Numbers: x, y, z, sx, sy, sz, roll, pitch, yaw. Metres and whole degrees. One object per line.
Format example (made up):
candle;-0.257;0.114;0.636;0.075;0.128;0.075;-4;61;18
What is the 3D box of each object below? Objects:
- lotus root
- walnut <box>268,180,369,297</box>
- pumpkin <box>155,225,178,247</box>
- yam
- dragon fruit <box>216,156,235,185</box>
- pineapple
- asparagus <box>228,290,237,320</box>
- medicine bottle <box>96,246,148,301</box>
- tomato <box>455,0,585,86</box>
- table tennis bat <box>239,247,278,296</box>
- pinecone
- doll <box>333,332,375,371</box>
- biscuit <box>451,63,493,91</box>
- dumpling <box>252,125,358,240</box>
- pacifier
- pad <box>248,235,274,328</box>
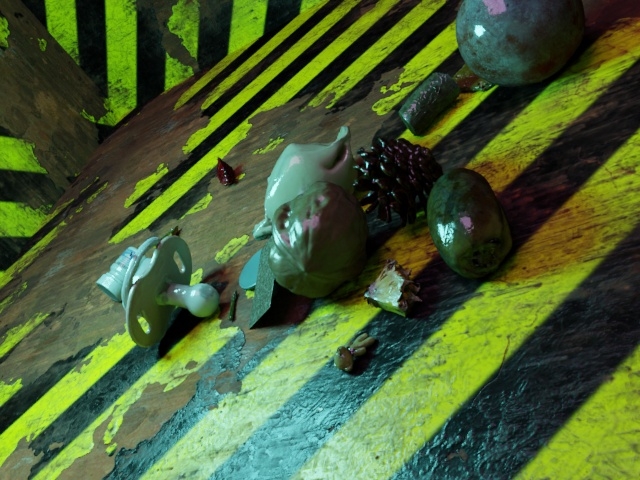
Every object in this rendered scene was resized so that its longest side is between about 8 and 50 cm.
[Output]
lotus root;0.296;-0.045;1.452;0.160;0.152;0.275;-37;26;22
walnut;-0.002;0.001;1.644;0.273;0.227;0.273;-31;25;16
pumpkin;-0.535;-0.005;2.460;0.101;0.035;0.073;-34;18;15
yam;0.296;-0.381;1.983;0.183;0.107;0.107;-46;30;-11
dragon fruit;-0.346;-0.227;2.527;0.063;0.097;0.131;-37;48;10
pineapple;0.148;0.109;1.487;0.116;0.069;0.137;-28;32;17
asparagus;-0.233;0.173;1.883;0.015;0.014;0.114;-27;31;18
medicine bottle;-0.652;0.111;2.352;0.105;0.105;0.168;5;51;51
tomato;0.498;-0.545;1.775;0.317;0.282;0.316;-5;73;17
table tennis bat;-0.154;0.086;1.894;0.153;0.040;0.244;-43;26;4
pinecone;0.180;-0.138;1.657;0.202;0.229;0.201;39;108;60
doll;0.068;0.230;1.452;0.093;0.051;0.061;-19;18;-28
biscuit;0.464;-0.464;1.980;0.131;0.026;0.237;-50;32;-15
dumpling;-0.035;-0.145;1.975;0.395;0.233;0.315;-52;-3;3
pacifier;-0.421;0.142;1.949;0.220;0.273;0.332;-46;15;51
pad;-0.137;0.090;1.762;0.158;0.003;0.235;133;149;-54
